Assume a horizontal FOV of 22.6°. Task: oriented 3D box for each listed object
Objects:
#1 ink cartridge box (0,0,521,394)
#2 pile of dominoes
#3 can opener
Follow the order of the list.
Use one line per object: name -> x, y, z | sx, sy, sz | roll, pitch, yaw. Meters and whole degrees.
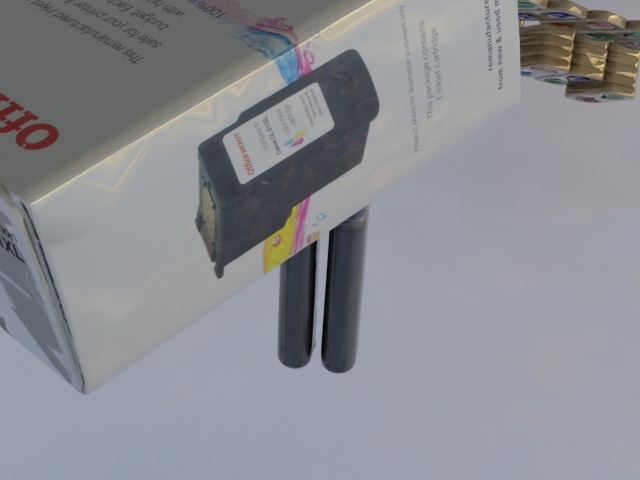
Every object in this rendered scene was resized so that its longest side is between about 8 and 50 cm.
ink cartridge box -> -0.046, -0.051, 0.481 | 0.175, 0.072, 0.127 | -34, -135, -26
pile of dominoes -> 0.113, -0.140, 1.121 | 0.251, 0.040, 0.196 | 9, 178, -25
can opener -> 0.000, 0.000, 1.250 | 0.076, 0.283, 0.095 | 6, -145, 4
